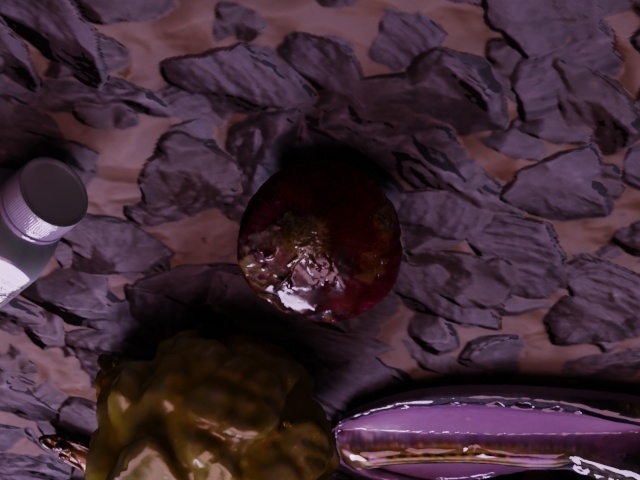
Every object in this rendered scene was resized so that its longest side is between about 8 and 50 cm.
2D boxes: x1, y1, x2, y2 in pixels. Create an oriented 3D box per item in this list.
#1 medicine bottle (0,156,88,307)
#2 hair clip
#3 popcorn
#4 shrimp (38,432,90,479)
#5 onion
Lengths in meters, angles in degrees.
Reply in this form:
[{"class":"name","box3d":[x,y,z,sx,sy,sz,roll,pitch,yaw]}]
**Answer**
[{"class":"medicine bottle","box3d":[-0.206,-0.007,1.046,0.055,0.074,0.118,31,136,-25]},{"class":"hair clip","box3d":[0.164,0.155,1.190,0.359,0.095,0.110,4,178,21]},{"class":"popcorn","box3d":[-0.087,0.164,1.160,0.189,0.169,0.218,16,138,-8]},{"class":"shrimp","box3d":[-0.200,0.198,1.345,0.091,0.025,0.127,-23,135,36]},{"class":"onion","box3d":[0.000,0.000,1.002,0.107,0.097,0.107,5,112,11]}]
